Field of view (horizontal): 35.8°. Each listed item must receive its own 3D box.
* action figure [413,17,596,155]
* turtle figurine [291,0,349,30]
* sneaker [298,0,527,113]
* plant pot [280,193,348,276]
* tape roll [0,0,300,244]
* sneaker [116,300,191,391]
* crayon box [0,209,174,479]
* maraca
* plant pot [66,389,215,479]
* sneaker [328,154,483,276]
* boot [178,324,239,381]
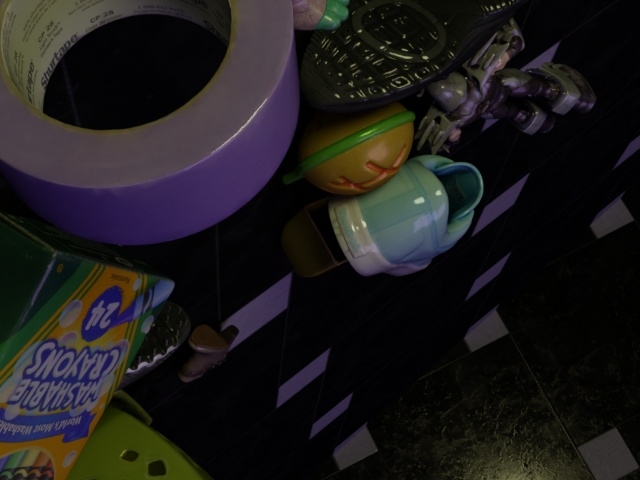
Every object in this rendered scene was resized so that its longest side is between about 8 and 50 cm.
[{"bbox_3d":[0.208,-0.179,1.204,0.285,0.099,0.185,-1,144,-47],"label":"action figure"},{"bbox_3d":[-0.011,-0.245,0.562,0.234,0.118,0.175,95,4,-53],"label":"turtle figurine"},{"bbox_3d":[0.096,-0.188,0.939,0.286,0.109,0.130,-32,167,-24],"label":"sneaker"},{"bbox_3d":[0.000,0.000,1.199,0.081,0.081,0.083,-23,172,-46],"label":"plant pot"},{"bbox_3d":[-0.107,-0.098,0.559,0.189,0.189,0.080,-39,161,-13],"label":"tape roll"},{"bbox_3d":[-0.240,0.137,1.010,0.234,0.078,0.106,-30,161,-25],"label":"sneaker"},{"bbox_3d":[-0.267,0.145,0.812,0.323,0.083,0.203,-60,161,1],"label":"crayon box"},{"bbox_3d":[0.027,-0.094,1.016,0.127,0.099,0.185,-22,180,-23],"label":"maraca"},{"bbox_3d":[-0.250,0.304,1.149,0.228,0.207,0.227,-40,163,-11],"label":"plant pot"},{"bbox_3d":[0.131,-0.034,1.177,0.150,0.135,0.366,-20,-177,17],"label":"sneaker"},{"bbox_3d":[-0.153,0.148,1.269,0.087,0.042,0.118,-47,161,21],"label":"boot"}]
